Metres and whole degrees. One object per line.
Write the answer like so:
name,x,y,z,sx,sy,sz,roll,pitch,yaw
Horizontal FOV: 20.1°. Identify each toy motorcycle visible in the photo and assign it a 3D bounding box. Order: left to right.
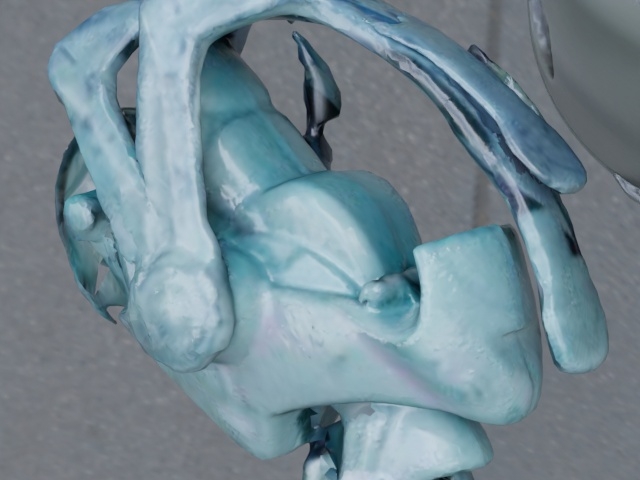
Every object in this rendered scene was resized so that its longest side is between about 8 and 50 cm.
toy motorcycle,0.000,0.000,0.749,0.260,0.154,0.206,45,117,20

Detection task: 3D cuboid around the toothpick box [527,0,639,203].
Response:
toothpick box,0.183,-0.129,0.674,0.229,0.316,0.229,-2,79,10
